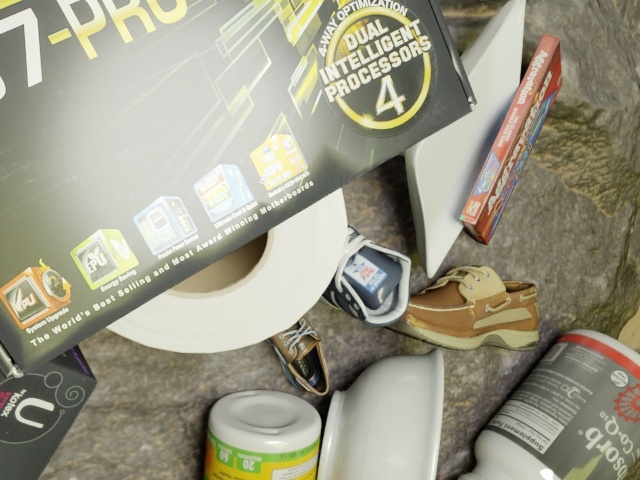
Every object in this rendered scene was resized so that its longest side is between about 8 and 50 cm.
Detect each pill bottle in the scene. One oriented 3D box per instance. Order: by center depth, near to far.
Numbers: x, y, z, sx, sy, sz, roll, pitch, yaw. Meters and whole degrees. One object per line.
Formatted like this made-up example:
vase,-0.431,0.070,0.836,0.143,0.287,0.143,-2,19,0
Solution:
pill bottle,-0.078,0.324,0.814,0.137,0.136,0.245,-1,103,-33
pill bottle,0.387,0.339,1.079,0.363,0.210,0.210,-45,122,-16

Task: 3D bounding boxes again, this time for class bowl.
bowl,0.071,0.278,0.860,0.134,0.298,0.297,9,99,6

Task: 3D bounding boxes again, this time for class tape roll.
tape roll,-0.120,-0.032,0.636,0.287,0.100,0.286,-1,119,-2

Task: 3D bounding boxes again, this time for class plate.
plate,0.182,-0.126,0.850,0.277,0.045,0.278,-56,153,-22

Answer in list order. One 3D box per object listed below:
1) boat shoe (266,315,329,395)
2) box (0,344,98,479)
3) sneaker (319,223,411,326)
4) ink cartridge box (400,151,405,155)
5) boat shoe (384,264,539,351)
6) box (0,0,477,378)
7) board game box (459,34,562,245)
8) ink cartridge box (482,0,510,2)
boat shoe,-0.031,0.121,0.833,0.066,0.066,0.183,-38,120,-20
box,-0.364,0.116,0.566,0.270,0.143,0.165,34,86,-35
sneaker,0.000,0.000,0.769,0.099,0.153,0.282,-52,124,-12
ink cartridge box,0.025,-0.190,0.773,0.213,0.093,0.154,5,99,-36
boat shoe,0.211,0.092,0.964,0.324,0.123,0.119,9,92,-43
box,-0.114,-0.146,0.457,0.395,0.097,0.318,-30,104,-18
board game box,0.281,-0.137,0.954,0.281,0.027,0.145,-65,155,-2
ink cartridge box,0.162,-0.420,0.786,0.283,0.117,0.207,1,102,-34
